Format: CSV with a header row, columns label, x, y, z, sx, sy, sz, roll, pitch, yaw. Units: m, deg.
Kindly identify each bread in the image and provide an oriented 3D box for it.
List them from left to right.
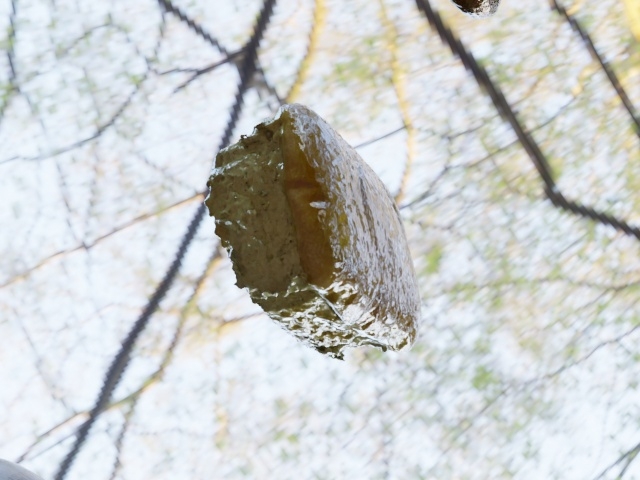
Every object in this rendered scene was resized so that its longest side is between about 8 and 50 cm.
label,x,y,z,sx,sy,sz,roll,pitch,yaw
bread,0.000,0.000,1.462,0.121,0.245,0.174,-24,-117,10

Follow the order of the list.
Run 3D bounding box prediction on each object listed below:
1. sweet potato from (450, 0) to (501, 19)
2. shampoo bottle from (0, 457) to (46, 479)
label,x,y,z,sx,sy,sz,roll,pitch,yaw
sweet potato,0.084,-0.246,1.240,0.050,0.050,0.214,-6,-61,28
shampoo bottle,-0.271,0.326,1.437,0.266,0.273,0.273,41,-62,8
